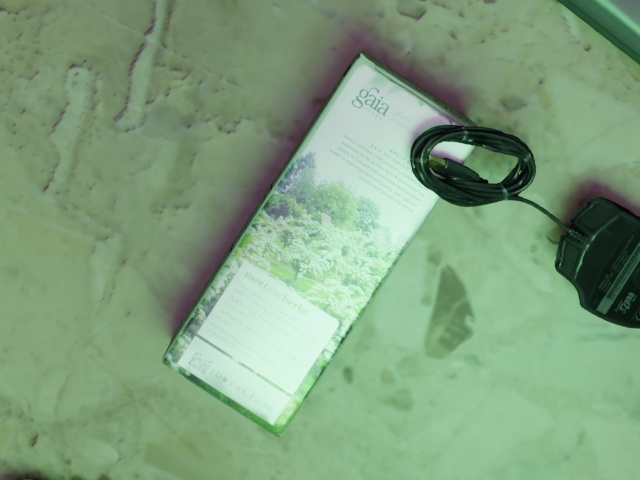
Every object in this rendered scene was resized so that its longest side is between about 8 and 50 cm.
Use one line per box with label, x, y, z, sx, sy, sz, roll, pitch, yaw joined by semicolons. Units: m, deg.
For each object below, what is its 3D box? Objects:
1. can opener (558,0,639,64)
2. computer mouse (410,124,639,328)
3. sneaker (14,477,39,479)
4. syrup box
can opener;0.173;-0.189;1.229;0.280;0.074;0.093;42;95;-3
computer mouse;0.149;-0.012;1.227;0.242;0.041;0.071;31;97;-29
sneaker;-0.133;0.224;1.286;0.209;0.082;0.069;23;95;-2
syrup box;0.000;0.000;1.246;0.093;0.096;0.237;33;94;-3
